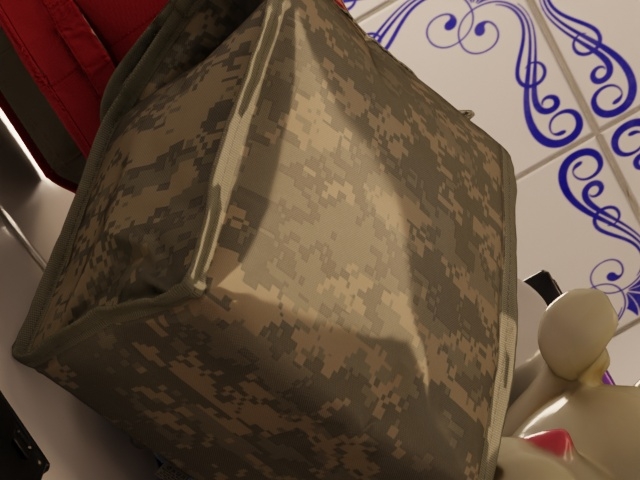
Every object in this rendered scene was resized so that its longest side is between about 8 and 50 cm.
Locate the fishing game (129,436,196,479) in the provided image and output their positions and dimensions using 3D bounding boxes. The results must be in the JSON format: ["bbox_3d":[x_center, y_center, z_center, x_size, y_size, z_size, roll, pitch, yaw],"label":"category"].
[{"bbox_3d":[-0.082,0.131,1.154,0.264,0.041,0.189,52,2,9],"label":"fishing game"}]

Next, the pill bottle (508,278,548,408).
[{"bbox_3d":[0.112,0.169,1.570,0.160,0.160,0.283,-114,-160,-49],"label":"pill bottle"}]

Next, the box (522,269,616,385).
[{"bbox_3d":[0.138,0.163,1.801,0.165,0.270,0.143,61,5,7],"label":"box"}]

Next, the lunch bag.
[{"bbox_3d":[-0.010,-0.006,1.083,0.235,0.169,0.287,39,49,-29],"label":"lunch bag"}]

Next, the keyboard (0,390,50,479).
[{"bbox_3d":[-0.176,0.042,0.827,0.180,0.023,0.108,60,11,-16],"label":"keyboard"}]

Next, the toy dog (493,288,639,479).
[{"bbox_3d":[0.214,0.220,1.388,0.408,0.395,0.284,-7,33,-41],"label":"toy dog"}]

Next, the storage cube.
[{"bbox_3d":[-0.122,-0.154,1.213,0.183,0.193,0.215,59,-13,-19],"label":"storage cube"}]
